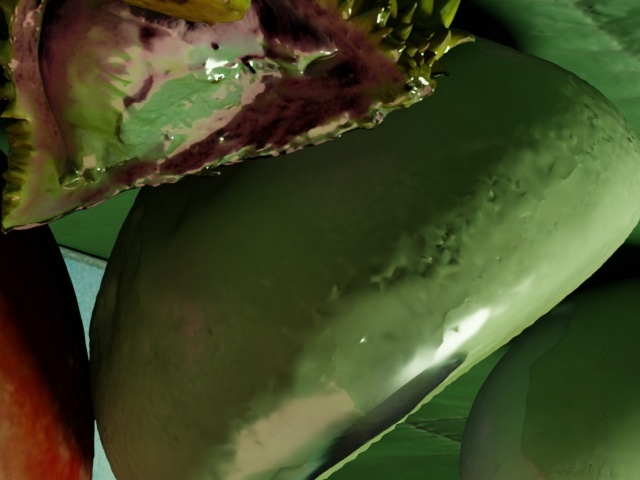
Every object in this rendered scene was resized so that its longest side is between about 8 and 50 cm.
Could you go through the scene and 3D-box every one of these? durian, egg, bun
[{"bbox_3d":[-0.047,-0.094,0.645,0.187,0.119,0.108,-17,121,18],"label":"durian"},{"bbox_3d":[0.231,0.157,1.156,0.336,0.278,0.278,18,157,-37],"label":"egg"},{"bbox_3d":[0.000,0.000,0.778,0.283,0.179,0.283,-38,174,-5],"label":"bun"}]

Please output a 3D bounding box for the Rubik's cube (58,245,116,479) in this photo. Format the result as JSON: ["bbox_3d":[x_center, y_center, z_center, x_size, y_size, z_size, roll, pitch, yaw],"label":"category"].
[{"bbox_3d":[-0.221,0.093,1.185,0.229,0.228,0.233,42,110,-9],"label":"Rubik's cube"}]

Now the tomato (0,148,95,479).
[{"bbox_3d":[-0.184,0.059,0.777,0.176,0.335,0.289,-19,-170,-24],"label":"tomato"}]

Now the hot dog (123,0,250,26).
[{"bbox_3d":[-0.103,-0.148,0.413,0.123,0.093,0.261,-2,152,41],"label":"hot dog"}]
